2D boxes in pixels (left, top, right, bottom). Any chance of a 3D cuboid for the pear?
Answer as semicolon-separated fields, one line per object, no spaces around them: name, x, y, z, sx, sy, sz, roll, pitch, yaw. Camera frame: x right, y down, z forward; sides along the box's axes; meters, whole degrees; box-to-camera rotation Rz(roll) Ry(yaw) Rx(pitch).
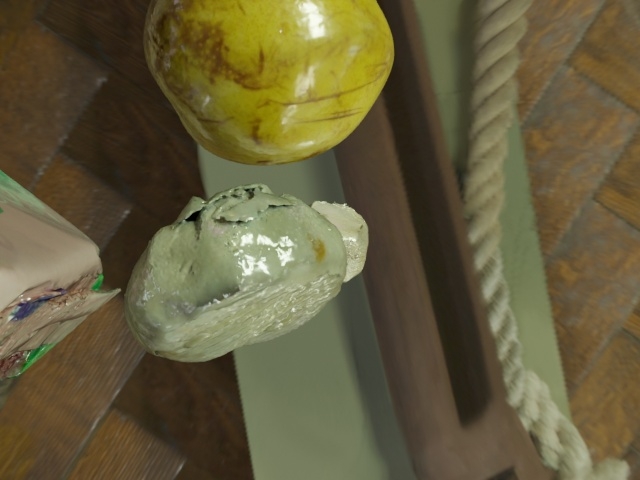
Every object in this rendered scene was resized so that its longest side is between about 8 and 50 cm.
pear;-0.059;-0.218;1.534;0.281;0.281;0.281;0;94;0

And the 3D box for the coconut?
coconut;0.000;0.000;1.827;0.124;0.110;0.110;8;94;-12

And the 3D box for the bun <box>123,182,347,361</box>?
bun;-0.093;0.027;1.370;0.239;0.239;0.141;-28;71;2

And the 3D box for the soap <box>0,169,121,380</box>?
soap;-0.235;-0.032;0.603;0.273;0.218;0.098;37;93;5
